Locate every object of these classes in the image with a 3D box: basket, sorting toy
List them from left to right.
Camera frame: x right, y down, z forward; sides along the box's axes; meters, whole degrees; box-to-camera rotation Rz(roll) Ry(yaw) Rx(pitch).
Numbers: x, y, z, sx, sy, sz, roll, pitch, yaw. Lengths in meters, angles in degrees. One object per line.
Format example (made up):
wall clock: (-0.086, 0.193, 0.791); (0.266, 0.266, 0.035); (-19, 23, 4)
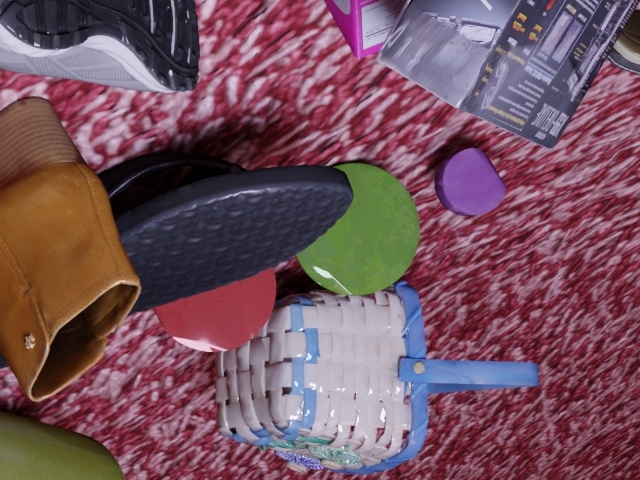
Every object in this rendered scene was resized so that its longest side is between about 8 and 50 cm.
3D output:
sorting toy: (0.000, 0.000, 1.826); (0.366, 0.127, 0.126); (-22, -177, -12)
basket: (0.047, 0.142, 1.939); (0.289, 0.201, 0.255); (-1, 172, -26)

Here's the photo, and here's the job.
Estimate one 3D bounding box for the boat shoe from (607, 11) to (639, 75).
boat shoe: (0.346, -0.170, 1.800); (0.224, 0.080, 0.073); (-5, 142, -43)

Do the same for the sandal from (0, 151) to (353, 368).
sandal: (-0.186, -0.001, 1.650); (0.446, 0.107, 0.167); (-21, 157, 20)

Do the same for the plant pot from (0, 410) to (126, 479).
plant pot: (-0.383, 0.266, 1.805); (0.275, 0.274, 0.293); (-36, 137, 20)

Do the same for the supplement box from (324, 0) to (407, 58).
supplement box: (0.049, -0.250, 1.362); (0.114, 0.111, 0.220); (-22, 154, -10)

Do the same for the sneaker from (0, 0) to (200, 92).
sneaker: (-0.182, -0.163, 1.364); (0.108, 0.100, 0.271); (-7, 171, 33)

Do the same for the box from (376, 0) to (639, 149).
box: (0.174, -0.202, 1.406); (0.242, 0.076, 0.307); (-60, 162, 8)

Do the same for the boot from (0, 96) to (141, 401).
boot: (-0.270, 0.046, 1.513); (0.104, 0.211, 0.295); (7, 139, -46)
